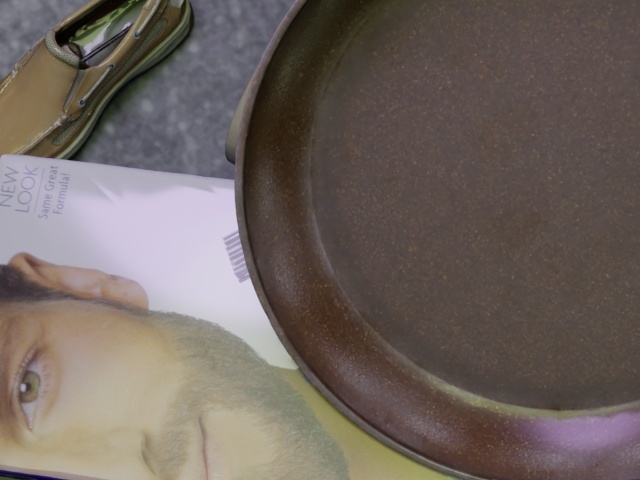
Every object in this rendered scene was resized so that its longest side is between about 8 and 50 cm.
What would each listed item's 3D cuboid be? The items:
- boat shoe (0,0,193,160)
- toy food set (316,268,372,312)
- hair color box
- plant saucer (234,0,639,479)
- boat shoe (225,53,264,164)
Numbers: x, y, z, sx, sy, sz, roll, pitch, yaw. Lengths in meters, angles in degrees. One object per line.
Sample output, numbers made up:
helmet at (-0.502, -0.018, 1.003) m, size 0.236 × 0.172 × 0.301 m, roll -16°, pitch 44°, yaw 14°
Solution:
boat shoe at (-0.164, -0.110, 0.833) m, size 0.068 × 0.072 × 0.190 m, roll 40°, pitch 82°, yaw 12°
toy food set at (0.000, 0.000, 0.713) m, size 0.083 × 0.020 × 0.083 m, roll 11°, pitch 76°, yaw 7°
hair color box at (-0.029, 0.067, 0.763) m, size 0.339 × 0.110 × 0.185 m, roll 6°, pitch 77°, yaw 7°
plant saucer at (0.114, -0.022, 0.633) m, size 0.311 × 0.050 × 0.310 m, roll 3°, pitch 110°, yaw 9°
boat shoe at (0.056, -0.160, 0.818) m, size 0.103 × 0.113 × 0.302 m, roll 27°, pitch 89°, yaw 8°
